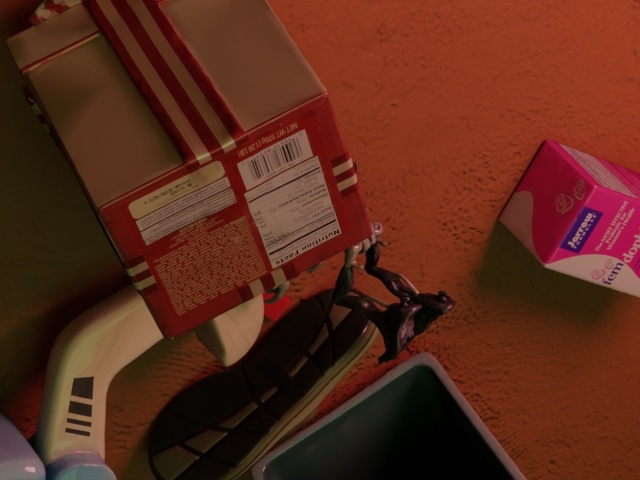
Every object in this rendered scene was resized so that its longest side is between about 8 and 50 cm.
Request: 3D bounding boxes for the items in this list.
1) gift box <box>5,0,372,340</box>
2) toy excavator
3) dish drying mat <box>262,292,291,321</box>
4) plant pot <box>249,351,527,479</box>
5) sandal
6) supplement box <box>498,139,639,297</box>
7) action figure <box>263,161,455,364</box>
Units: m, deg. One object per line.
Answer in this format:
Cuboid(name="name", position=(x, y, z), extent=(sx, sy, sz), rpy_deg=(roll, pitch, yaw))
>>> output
Cuboid(name="gift box", position=(-0.114, -0.118, 1.567), extent=(0.255, 0.258, 0.276), rpy_deg=(-25, 143, -10))
Cuboid(name="toy excavator", position=(-0.277, 0.224, 1.764), extent=(0.433, 0.222, 0.445), rpy_deg=(-4, 114, -28))
Cuboid(name="dish drying mat", position=(-0.067, 0.057, 1.877), extent=(0.032, 0.008, 0.083), rpy_deg=(-47, 129, 7))
Cuboid(name="plant pot", position=(0.111, 0.332, 2.013), extent=(0.248, 0.247, 0.252), rpy_deg=(-34, 144, -5))
Cuboid(name="sandal", position=(-0.050, 0.175, 1.900), extent=(0.302, 0.120, 0.086), rpy_deg=(-37, 144, -2))
Cuboid(name="supplement box", position=(0.329, -0.016, 1.974), extent=(0.220, 0.114, 0.111), rpy_deg=(16, 113, -33))
Cuboid(name="action figure", position=(0.000, 0.000, 1.767), extent=(0.141, 0.276, 0.164), rpy_deg=(-41, 177, 37))
